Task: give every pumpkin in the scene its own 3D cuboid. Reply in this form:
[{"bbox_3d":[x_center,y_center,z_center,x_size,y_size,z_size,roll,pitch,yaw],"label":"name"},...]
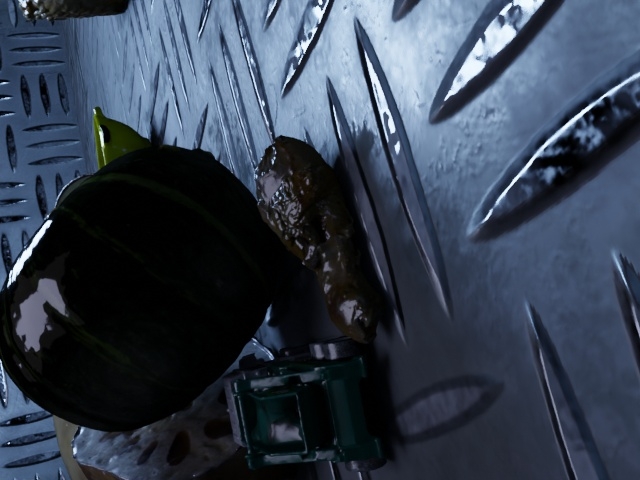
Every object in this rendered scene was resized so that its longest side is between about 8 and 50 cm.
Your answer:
[{"bbox_3d":[-0.196,0.047,0.823,0.323,0.241,0.323,-47,16,17],"label":"pumpkin"}]

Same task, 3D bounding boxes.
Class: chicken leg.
[{"bbox_3d":[0.002,0.000,0.638,0.085,0.069,0.197,-48,57,35],"label":"chicken leg"}]

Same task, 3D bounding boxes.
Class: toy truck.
[{"bbox_3d":[-0.028,0.150,0.688,0.216,0.116,0.110,162,98,-69],"label":"toy truck"}]

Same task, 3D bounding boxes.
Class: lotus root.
[{"bbox_3d":[-0.148,0.252,0.905,0.272,0.272,0.191,-135,32,-58],"label":"lotus root"}]

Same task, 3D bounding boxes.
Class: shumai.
[{"bbox_3d":[-0.535,-0.612,1.577,0.346,0.217,0.282,-147,50,-67],"label":"shumai"}]

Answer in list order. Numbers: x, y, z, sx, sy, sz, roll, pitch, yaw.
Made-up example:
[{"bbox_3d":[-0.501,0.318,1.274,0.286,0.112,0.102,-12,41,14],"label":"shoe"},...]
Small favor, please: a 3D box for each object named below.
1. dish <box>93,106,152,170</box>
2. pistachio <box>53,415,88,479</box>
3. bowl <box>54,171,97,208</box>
[{"bbox_3d":[-0.395,-0.139,1.555,0.221,0.108,0.262,-132,37,-56],"label":"dish"},{"bbox_3d":[-0.321,0.354,1.371,0.365,0.282,0.445,-22,92,61],"label":"pistachio"},{"bbox_3d":[-0.358,-0.026,1.391,0.126,0.238,0.237,-51,-38,-66],"label":"bowl"}]
